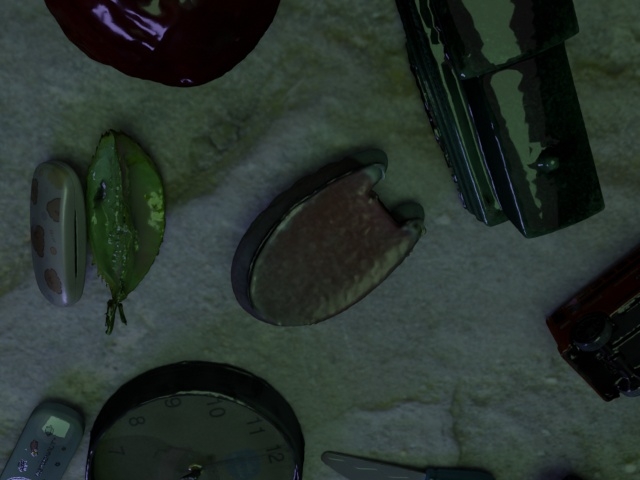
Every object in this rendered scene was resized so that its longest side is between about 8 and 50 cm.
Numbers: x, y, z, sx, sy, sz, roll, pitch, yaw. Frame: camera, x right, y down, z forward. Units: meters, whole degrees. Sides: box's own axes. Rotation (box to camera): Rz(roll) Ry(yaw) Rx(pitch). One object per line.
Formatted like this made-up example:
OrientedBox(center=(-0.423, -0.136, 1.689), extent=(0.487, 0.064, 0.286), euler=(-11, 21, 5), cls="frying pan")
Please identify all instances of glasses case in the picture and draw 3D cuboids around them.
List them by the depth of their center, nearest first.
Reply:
OrientedBox(center=(-0.283, -0.005, 0.815), extent=(0.063, 0.041, 0.164), euler=(23, 117, 33), cls="glasses case")
OrientedBox(center=(-0.351, 0.277, 0.937), extent=(0.067, 0.045, 0.178), euler=(26, 109, -14), cls="glasses case")

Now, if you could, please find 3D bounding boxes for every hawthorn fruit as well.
OrientedBox(center=(-0.129, -0.240, 0.627), extent=(0.210, 0.266, 0.230), euler=(-47, 113, -5), cls="hawthorn fruit")

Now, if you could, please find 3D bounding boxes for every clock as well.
OrientedBox(center=(-0.155, 0.286, 0.952), extent=(0.280, 0.055, 0.281), euler=(-1, 113, -3), cls="clock")

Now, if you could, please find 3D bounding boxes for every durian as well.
OrientedBox(center=(-0.213, -0.014, 0.796), extent=(0.086, 0.100, 0.215), euler=(1, 106, -2), cls="durian")

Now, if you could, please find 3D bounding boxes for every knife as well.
OrientedBox(center=(0.118, 0.321, 1.006), extent=(0.244, 0.032, 0.058), euler=(9, 120, -3), cls="knife")

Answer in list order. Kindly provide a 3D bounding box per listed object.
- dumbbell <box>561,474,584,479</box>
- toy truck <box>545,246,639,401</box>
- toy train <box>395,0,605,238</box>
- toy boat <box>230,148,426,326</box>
OrientedBox(center=(0.280, 0.472, 1.017), extent=(0.144, 0.160, 0.325), euler=(44, 104, 13), cls="dumbbell")
OrientedBox(center=(0.392, 0.065, 0.872), extent=(0.252, 0.114, 0.107), euler=(-41, 109, 14), cls="toy truck")
OrientedBox(center=(0.177, -0.144, 0.732), extent=(0.138, 0.178, 0.330), euler=(-22, 112, 4), cls="toy train")
OrientedBox(center=(0.000, 0.000, 0.843), extent=(0.227, 0.085, 0.155), euler=(-39, 119, 0), cls="toy boat")
